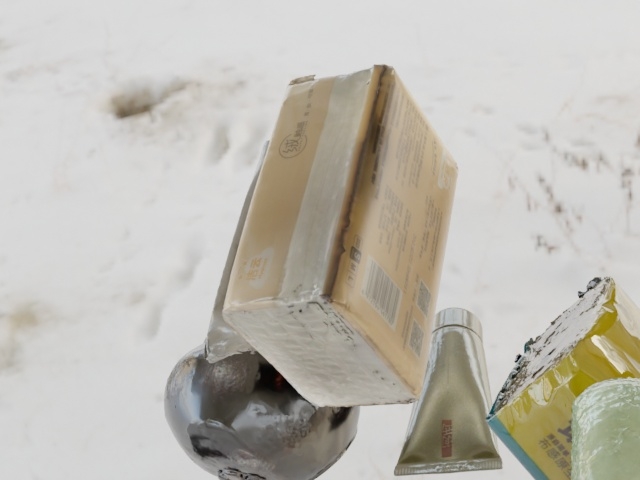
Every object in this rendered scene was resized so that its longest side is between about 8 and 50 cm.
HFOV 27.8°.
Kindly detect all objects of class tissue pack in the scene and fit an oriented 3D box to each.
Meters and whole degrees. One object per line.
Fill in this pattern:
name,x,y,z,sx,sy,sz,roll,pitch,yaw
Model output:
tissue pack,0.000,0.000,1.396,0.238,0.238,0.305,2,57,18
tissue pack,0.289,0.186,1.142,0.134,0.271,0.192,-42,1,27

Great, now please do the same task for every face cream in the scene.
face cream,0.179,0.210,1.755,0.137,0.084,0.341,-5,27,10

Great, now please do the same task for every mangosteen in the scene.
mangosteen,-0.065,0.198,1.734,0.287,0.233,0.287,-43,5,5

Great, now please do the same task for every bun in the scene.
bun,0.234,0.198,0.897,0.126,0.212,0.204,3,57,10
